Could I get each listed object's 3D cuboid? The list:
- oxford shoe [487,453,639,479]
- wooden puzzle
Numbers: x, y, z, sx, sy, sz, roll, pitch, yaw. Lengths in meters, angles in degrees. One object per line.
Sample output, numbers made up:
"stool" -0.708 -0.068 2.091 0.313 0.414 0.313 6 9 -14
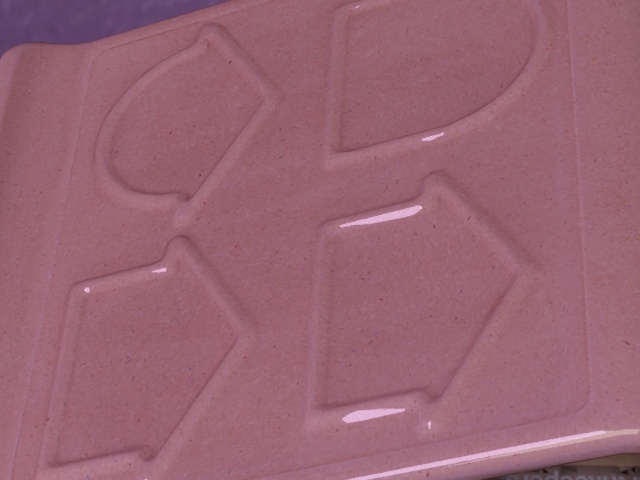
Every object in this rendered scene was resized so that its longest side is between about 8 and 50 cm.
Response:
"oxford shoe" -0.002 0.127 0.853 0.449 0.130 0.169 -7 83 18
"wooden puzzle" 0.000 0.000 0.831 0.347 0.080 0.322 -10 47 16
